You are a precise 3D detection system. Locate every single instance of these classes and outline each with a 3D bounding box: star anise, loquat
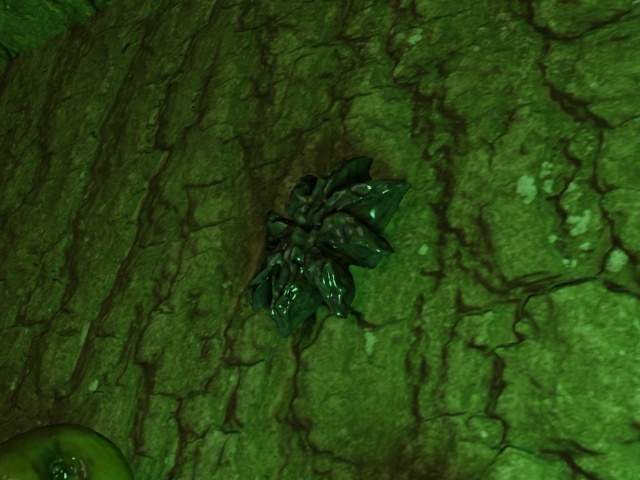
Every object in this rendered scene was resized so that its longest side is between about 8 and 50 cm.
[{"bbox_3d":[0.002,-0.001,2.343,0.332,0.118,0.331,-31,42,33],"label":"star anise"},{"bbox_3d":[-0.416,0.424,2.325,0.275,0.275,0.275,-32,36,28],"label":"loquat"}]
